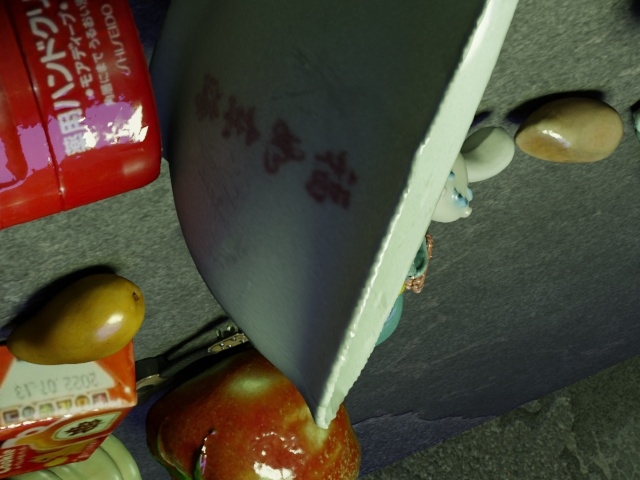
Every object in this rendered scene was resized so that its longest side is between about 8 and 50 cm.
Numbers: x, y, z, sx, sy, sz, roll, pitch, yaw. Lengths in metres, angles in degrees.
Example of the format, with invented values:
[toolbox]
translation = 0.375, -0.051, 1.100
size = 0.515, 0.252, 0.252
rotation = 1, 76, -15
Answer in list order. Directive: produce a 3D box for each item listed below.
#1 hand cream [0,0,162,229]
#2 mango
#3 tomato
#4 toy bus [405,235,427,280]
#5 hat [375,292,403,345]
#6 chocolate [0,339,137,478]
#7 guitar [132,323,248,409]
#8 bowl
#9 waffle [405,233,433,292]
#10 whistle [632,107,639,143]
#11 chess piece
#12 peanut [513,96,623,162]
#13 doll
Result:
[hand cream]
translation = -0.182, -0.108, 0.834
size = 0.125, 0.193, 0.193
rotation = -19, 161, -13
[mango]
translation = -0.263, 0.095, 1.462
size = 0.184, 0.085, 0.102
rotation = -29, 160, 36
[tomato]
translation = -0.083, 0.269, 1.854
size = 0.239, 0.303, 0.303
rotation = -46, 169, -20
[toy bus]
translation = 0.000, 0.000, 1.454
size = 0.119, 0.121, 0.265
rotation = -25, 164, 36
[hat]
translation = 0.037, 0.063, 1.726
size = 0.138, 0.078, 0.191
rotation = -28, 143, -8
[chocolate]
translation = -0.356, 0.205, 1.624
size = 0.234, 0.108, 0.237
rotation = -7, 158, -33
[guitar]
translation = -0.197, 0.164, 1.787
size = 0.271, 0.038, 0.083
rotation = -30, 160, 31
[bowl]
translation = 0.003, -0.110, 0.917
size = 0.196, 0.435, 0.435
rotation = 22, 160, 6
[waffle]
translation = 0.125, 0.027, 1.731
size = 0.029, 0.075, 0.083
rotation = 14, 172, 6
[whistle]
translation = 0.493, -0.108, 1.688
size = 0.189, 0.189, 0.348
rotation = -31, 137, 24
[chess piece]
translation = -0.373, 0.356, 1.777
size = 0.182, 0.182, 0.330
rotation = -26, 176, 13
[peanut]
translation = 0.272, -0.121, 1.483
size = 0.152, 0.076, 0.076
rotation = -9, 158, -38
[doll]
translation = 0.085, -0.053, 1.326
size = 0.237, 0.111, 0.252
rotation = -61, 146, -6
